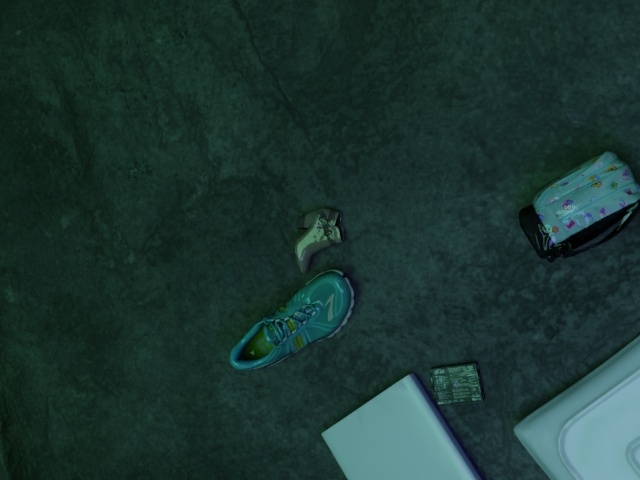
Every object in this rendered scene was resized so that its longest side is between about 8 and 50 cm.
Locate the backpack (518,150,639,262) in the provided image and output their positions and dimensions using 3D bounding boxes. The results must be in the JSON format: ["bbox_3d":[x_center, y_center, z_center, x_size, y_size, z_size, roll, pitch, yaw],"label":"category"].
[{"bbox_3d":[0.393,-0.051,1.259,0.182,0.152,0.115,-32,89,12],"label":"backpack"}]

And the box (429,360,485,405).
[{"bbox_3d":[0.233,0.245,1.421,0.083,0.018,0.067,-13,88,25],"label":"box"}]

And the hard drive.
[{"bbox_3d":[0.165,0.420,1.441,0.210,0.040,0.318,-39,73,22],"label":"hard drive"}]

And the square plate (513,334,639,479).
[{"bbox_3d":[0.524,0.322,1.232,0.347,0.049,0.344,-41,70,13],"label":"square plate"}]

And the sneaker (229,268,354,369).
[{"bbox_3d":[-0.051,0.156,1.498,0.275,0.110,0.107,-40,77,21],"label":"sneaker"}]

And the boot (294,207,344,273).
[{"bbox_3d":[0.000,0.000,1.501,0.087,0.042,0.118,-1,93,23],"label":"boot"}]
